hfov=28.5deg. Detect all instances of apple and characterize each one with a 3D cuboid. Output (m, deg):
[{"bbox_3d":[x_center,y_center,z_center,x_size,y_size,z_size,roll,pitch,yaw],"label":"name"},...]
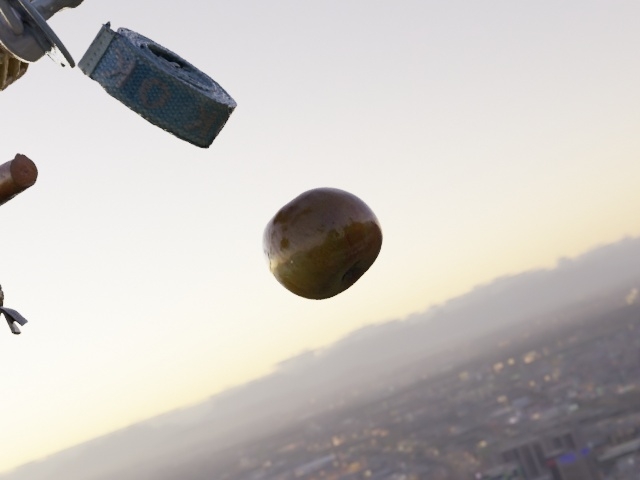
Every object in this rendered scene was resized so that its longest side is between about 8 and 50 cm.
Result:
[{"bbox_3d":[0.000,0.000,1.909,0.182,0.155,0.182,-33,-24,-17],"label":"apple"}]

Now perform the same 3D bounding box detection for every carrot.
[{"bbox_3d":[-0.551,-0.082,2.105,0.067,0.067,0.225,-15,-6,-45],"label":"carrot"}]

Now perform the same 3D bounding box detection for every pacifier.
[{"bbox_3d":[-0.441,-0.390,2.017,0.207,0.227,0.279,-38,18,-10],"label":"pacifier"}]

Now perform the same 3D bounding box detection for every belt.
[{"bbox_3d":[-0.183,-0.174,1.461,0.082,0.163,0.147,-53,-6,11],"label":"belt"}]

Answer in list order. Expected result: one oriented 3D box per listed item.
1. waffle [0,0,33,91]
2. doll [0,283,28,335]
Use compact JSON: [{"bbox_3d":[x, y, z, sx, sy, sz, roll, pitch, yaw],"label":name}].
[{"bbox_3d":[-0.578,-0.361,2.264,0.248,0.055,0.221,-59,-9,-57],"label":"waffle"},{"bbox_3d":[-0.625,0.105,2.251,0.221,0.105,0.115,14,-25,-1],"label":"doll"}]
